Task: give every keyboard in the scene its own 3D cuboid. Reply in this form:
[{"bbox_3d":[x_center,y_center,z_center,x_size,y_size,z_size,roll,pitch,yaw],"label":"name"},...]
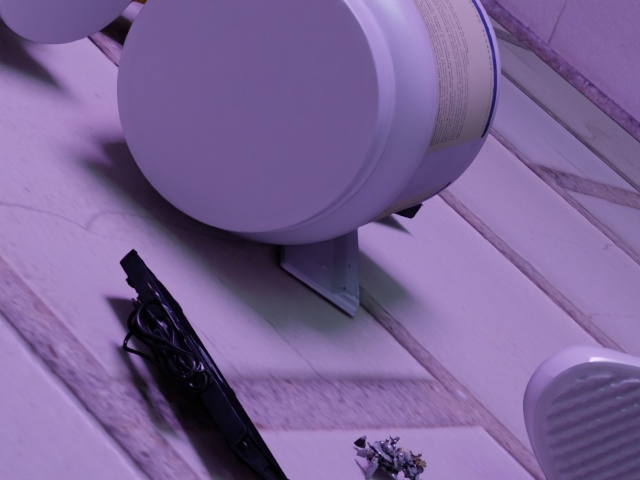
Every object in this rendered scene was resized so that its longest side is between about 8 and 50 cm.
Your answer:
[{"bbox_3d":[0.000,0.000,1.626,0.072,0.014,0.256,29,15,-8],"label":"keyboard"},{"bbox_3d":[-0.085,0.076,1.171,0.192,0.038,0.100,52,-3,47],"label":"keyboard"}]

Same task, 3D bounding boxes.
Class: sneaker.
[{"bbox_3d":[0.261,0.174,1.495,0.366,0.135,0.150,38,4,-33],"label":"sneaker"}]

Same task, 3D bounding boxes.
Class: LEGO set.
[{"bbox_3d":[0.049,0.139,1.278,0.054,0.023,0.083,36,14,-4],"label":"LEGO set"}]

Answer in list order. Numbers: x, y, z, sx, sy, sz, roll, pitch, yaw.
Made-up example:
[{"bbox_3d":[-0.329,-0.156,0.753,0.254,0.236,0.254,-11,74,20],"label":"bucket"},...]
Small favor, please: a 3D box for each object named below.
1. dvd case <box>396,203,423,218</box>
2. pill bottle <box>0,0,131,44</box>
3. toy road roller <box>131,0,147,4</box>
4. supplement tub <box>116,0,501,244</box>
[{"bbox_3d":[-0.034,-0.113,1.851,0.253,0.022,0.180,44,15,32],"label":"dvd case"},{"bbox_3d":[-0.267,-0.293,1.571,0.176,0.176,0.318,20,22,-49],"label":"pill bottle"},{"bbox_3d":[-0.084,-0.275,1.837,0.241,0.202,0.329,20,18,-12],"label":"toy road roller"},{"bbox_3d":[-0.003,-0.122,1.530,0.235,0.235,0.325,40,17,10],"label":"supplement tub"}]
